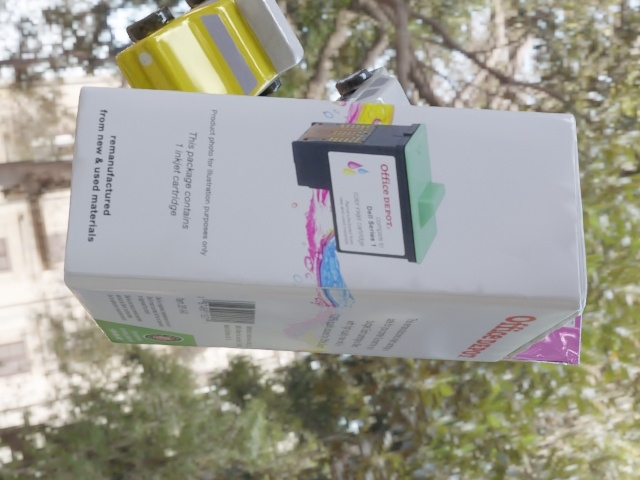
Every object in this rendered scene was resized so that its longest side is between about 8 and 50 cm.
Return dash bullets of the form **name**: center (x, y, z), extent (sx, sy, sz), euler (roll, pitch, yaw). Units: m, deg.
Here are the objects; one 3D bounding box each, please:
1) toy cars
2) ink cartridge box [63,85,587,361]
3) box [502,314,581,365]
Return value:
- **toy cars**: center (-0.003, -0.121, 0.878), extent (0.087, 0.393, 0.176), euler (-21, -113, 30)
- **ink cartridge box**: center (0.000, 0.000, 0.664), extent (0.201, 0.278, 0.117), euler (105, -12, -75)
- **box**: center (0.156, 0.083, 1.304), extent (0.243, 0.213, 0.117), euler (-8, -103, 62)
